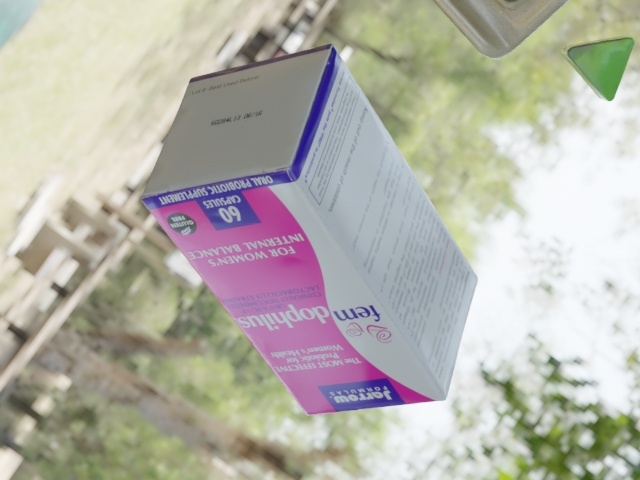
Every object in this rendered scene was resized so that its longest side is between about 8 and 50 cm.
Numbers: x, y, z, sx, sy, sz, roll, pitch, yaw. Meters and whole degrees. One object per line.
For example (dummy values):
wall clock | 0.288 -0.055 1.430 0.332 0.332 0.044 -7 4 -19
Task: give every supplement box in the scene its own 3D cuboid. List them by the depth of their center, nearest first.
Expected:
supplement box | 0.000 0.000 1.076 0.111 0.220 0.114 -10 -137 31

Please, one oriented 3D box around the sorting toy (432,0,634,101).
sorting toy | 0.108 -0.228 0.927 0.196 0.348 0.047 -43 -174 6
